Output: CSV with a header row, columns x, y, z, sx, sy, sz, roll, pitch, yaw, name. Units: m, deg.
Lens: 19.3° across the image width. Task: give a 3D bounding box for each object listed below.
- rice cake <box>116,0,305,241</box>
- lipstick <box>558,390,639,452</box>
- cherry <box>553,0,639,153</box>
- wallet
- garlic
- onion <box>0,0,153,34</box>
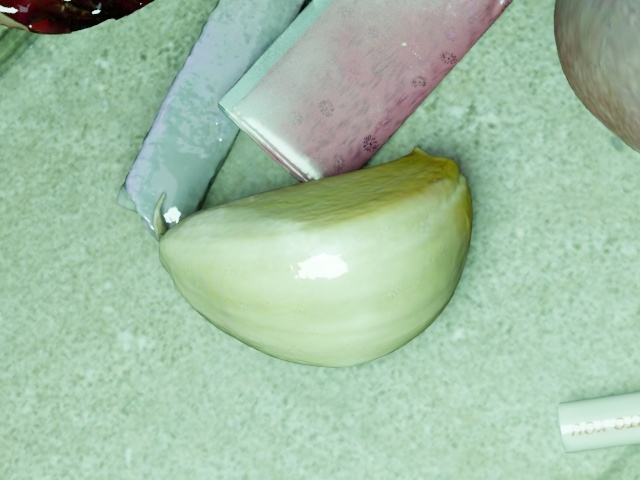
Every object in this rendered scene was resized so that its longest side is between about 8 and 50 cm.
x,y,z,sx,sy,sz,roll,pitch,yaw,name
-0.059,-0.176,1.525,0.070,0.064,0.399,26,79,-1,rice cake
0.240,0.127,1.362,0.130,0.038,0.038,-10,70,12,lipstick
0.299,-0.162,1.347,0.261,0.221,0.307,-39,36,-29,cherry
0.038,-0.151,1.487,0.119,0.025,0.232,42,81,-1,wallet
-0.004,0.012,1.409,0.245,0.145,0.164,-8,54,1,garlic
-0.185,-0.338,1.493,0.341,0.341,0.341,-5,71,13,onion
